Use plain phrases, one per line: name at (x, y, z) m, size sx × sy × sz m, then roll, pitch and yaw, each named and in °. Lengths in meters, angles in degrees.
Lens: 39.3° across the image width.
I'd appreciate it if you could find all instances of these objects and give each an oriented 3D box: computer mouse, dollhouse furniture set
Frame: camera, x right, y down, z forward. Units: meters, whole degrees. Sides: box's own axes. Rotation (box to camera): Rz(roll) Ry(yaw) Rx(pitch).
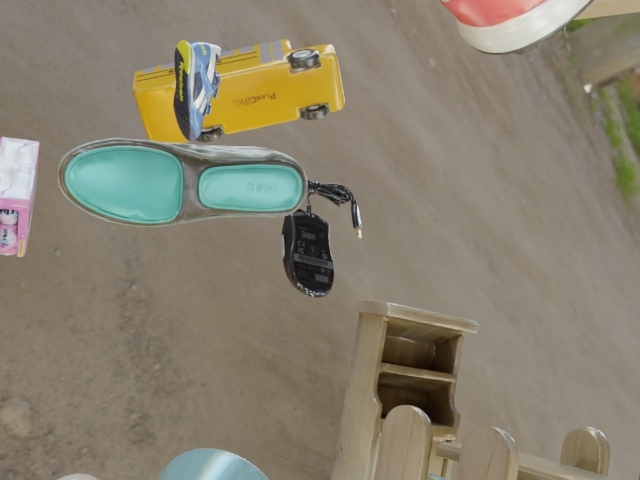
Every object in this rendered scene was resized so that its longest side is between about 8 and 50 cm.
computer mouse at (0.000, 0.000, 1.696) m, size 0.184 × 0.060 × 0.262 m, roll 9°, pitch 59°, yaw -32°
dollhouse furniture set at (0.129, 0.141, 0.674) m, size 0.212 × 0.242 × 0.161 m, roll 14°, pitch 83°, yaw -37°

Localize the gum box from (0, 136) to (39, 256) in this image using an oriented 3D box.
gum box at (-0.488, -0.069, 1.422) m, size 0.062 × 0.107 × 0.188 m, roll 6°, pitch 35°, yaw -16°

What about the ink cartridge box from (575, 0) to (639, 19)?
ink cartridge box at (0.265, -0.348, 0.946) m, size 0.235 × 0.193 × 0.088 m, roll 62°, pitch 34°, yaw -46°

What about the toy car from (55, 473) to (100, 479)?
toy car at (-0.163, 0.329, 0.714) m, size 0.238 × 0.210 × 0.219 m, roll 27°, pitch -9°, yaw 14°

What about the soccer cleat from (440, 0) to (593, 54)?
soccer cleat at (0.192, -0.261, 0.561) m, size 0.116 × 0.318 × 0.108 m, roll 45°, pitch 1°, yaw -40°

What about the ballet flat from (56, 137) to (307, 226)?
ballet flat at (-0.116, -0.050, 0.755) m, size 0.213 × 0.068 × 0.072 m, roll 1°, pitch 104°, yaw -25°

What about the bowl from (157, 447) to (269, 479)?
bowl at (-0.229, 0.581, 1.744) m, size 0.312 × 0.311 × 0.163 m, roll 65°, pitch 23°, yaw -2°

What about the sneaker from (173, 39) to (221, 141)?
sneaker at (-0.162, -0.199, 1.199) m, size 0.059 × 0.144 × 0.053 m, roll -16°, pitch 43°, yaw -33°

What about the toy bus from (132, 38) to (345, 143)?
toy bus at (-0.134, -0.249, 1.479) m, size 0.130 × 0.332 × 0.108 m, roll -103°, pitch 180°, yaw -58°
